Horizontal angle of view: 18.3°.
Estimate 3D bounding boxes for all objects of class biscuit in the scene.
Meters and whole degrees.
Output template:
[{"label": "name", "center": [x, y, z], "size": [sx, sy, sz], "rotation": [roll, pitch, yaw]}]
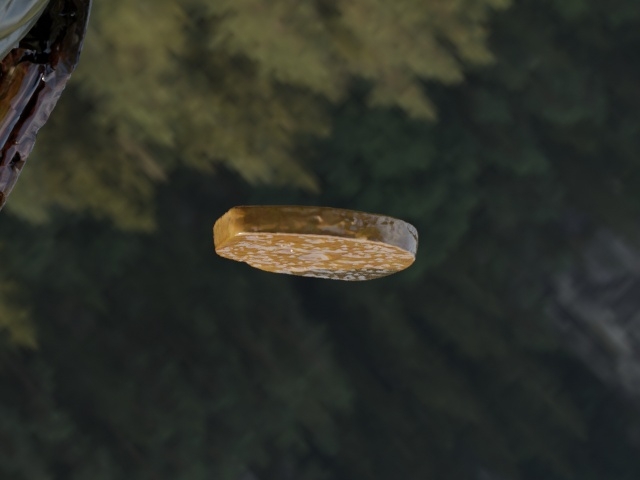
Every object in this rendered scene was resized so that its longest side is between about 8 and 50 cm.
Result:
[{"label": "biscuit", "center": [0.000, 0.000, 1.488], "size": [0.142, 0.029, 0.220], "rotation": [-6, 167, 28]}]

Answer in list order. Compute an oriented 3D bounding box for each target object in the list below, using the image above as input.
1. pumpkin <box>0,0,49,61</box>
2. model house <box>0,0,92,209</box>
[{"label": "pumpkin", "center": [-0.252, -0.171, 0.882], "size": [0.225, 0.303, 0.256], "rotation": [124, -22, -48]}, {"label": "model house", "center": [-0.358, -0.127, 1.447], "size": [0.282, 0.297, 0.317], "rotation": [16, 153, -40]}]
